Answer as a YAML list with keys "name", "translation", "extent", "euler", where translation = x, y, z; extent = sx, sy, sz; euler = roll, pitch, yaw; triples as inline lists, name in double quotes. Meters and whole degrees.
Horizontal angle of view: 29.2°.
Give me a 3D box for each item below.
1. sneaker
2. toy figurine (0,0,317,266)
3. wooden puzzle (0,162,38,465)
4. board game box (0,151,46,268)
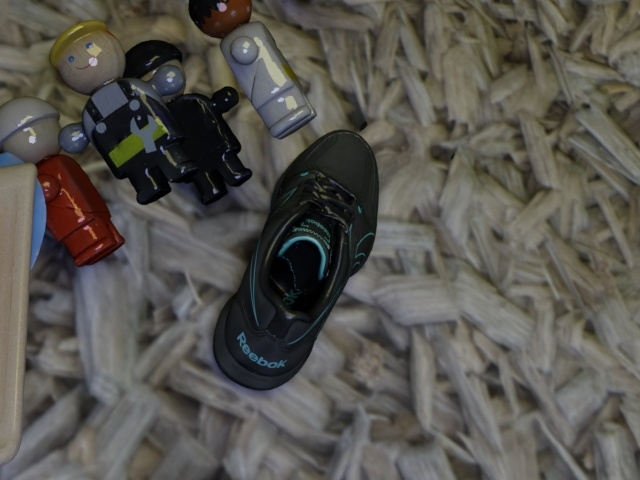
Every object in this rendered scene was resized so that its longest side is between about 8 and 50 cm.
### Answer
- name: "sneaker"
  translation: [0.000, 0.000, 1.016]
  extent: [0.101, 0.106, 0.267]
  euler: [25, 53, -6]
- name: "toy figurine"
  translation: [-0.131, -0.100, 0.953]
  extent: [0.213, 0.209, 0.148]
  euler: [-30, 86, -35]
- name: "wooden puzzle"
  translation: [-0.306, 0.052, 0.833]
  extent: [0.221, 0.044, 0.239]
  euler: [-8, 58, 8]
- name: "board game box"
  translation: [-0.270, 0.009, 0.908]
  extent: [0.168, 0.033, 0.133]
  euler: [-14, 57, 13]
